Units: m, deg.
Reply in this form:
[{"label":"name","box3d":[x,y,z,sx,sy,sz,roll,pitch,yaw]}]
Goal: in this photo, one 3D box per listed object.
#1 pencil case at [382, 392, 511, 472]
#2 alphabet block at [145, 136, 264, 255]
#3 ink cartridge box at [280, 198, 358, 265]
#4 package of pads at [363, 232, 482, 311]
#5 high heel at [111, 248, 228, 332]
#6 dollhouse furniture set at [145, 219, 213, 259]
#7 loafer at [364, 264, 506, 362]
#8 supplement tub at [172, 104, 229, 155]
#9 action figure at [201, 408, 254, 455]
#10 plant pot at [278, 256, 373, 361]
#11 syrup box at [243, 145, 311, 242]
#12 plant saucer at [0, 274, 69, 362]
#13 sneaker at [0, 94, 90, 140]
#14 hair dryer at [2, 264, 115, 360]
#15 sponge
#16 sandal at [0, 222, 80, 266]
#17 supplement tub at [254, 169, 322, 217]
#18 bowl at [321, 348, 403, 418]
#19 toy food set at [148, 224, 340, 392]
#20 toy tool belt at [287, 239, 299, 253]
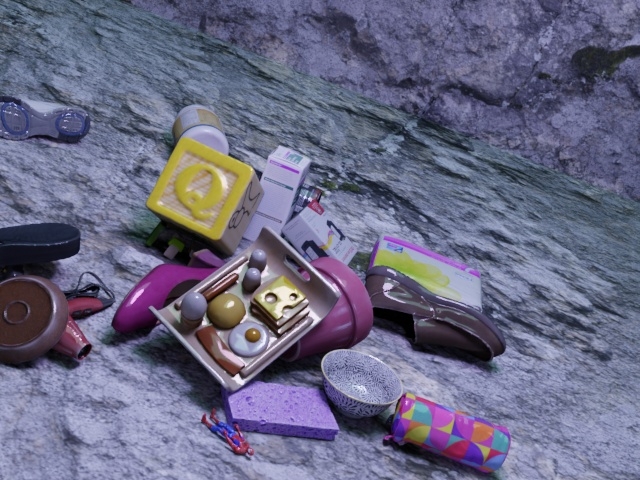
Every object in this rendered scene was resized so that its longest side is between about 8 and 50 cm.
[{"label":"pencil case","box3d":[0.245,0.373,1.734,0.236,0.104,0.104,18,25,-3]},{"label":"alphabet block","box3d":[-0.261,-0.098,2.074,0.193,0.192,0.197,24,-10,8]},{"label":"ink cartridge box","box3d":[0.000,0.000,2.220,0.175,0.072,0.127,49,26,-5]},{"label":"package of pads","box3d":[0.262,0.108,2.265,0.297,0.101,0.229,21,25,0]},{"label":"high heel","box3d":[-0.253,0.127,1.806,0.181,0.127,0.377,35,32,12]},{"label":"dollhouse furniture set","box3d":[-0.323,0.022,2.065,0.152,0.058,0.076,35,14,-17]},{"label":"loafer","box3d":[0.251,0.198,2.090,0.366,0.134,0.130,26,62,6]},{"label":"supplement tub","box3d":[-0.341,-0.289,2.525,0.144,0.144,0.199,11,27,-21]},{"label":"action figure","box3d":[-0.158,0.337,1.564,0.115,0.030,0.038,37,25,25]},{"label":"plant pot","box3d":[-0.023,0.156,1.861,0.180,0.201,0.201,-25,50,-38]},{"label":"syrup box","box3d":[-0.109,-0.106,2.236,0.096,0.237,0.093,23,24,3]},{"label":"plant saucer","box3d":[-0.527,0.130,1.565,0.168,0.029,0.168,0,61,-1]},{"label":"sneaker","box3d":[-0.759,-0.319,2.338,0.297,0.111,0.129,7,13,-36]},{"label":"hair dryer","box3d":[-0.478,0.119,1.679,0.224,0.080,0.293,8,28,-25]},{"label":"sponge","box3d":[-0.077,0.313,1.670,0.210,0.031,0.117,11,27,-21]},{"label":"sandal","box3d":[-0.679,-0.009,1.694,0.446,0.107,0.167,-10,24,-35]},{"label":"supplement tub","box3d":[-0.103,-0.125,2.434,0.198,0.106,0.106,23,25,3]},{"label":"bowl","box3d":[0.070,0.296,1.761,0.170,0.080,0.170,17,24,-8]},{"label":"toy food set","box3d":[-0.140,0.120,1.705,0.220,0.092,0.306,42,59,18]},{"label":"toy tool belt","box3d":[-0.052,-0.005,2.298,0.052,0.051,0.083,11,27,-22]}]
